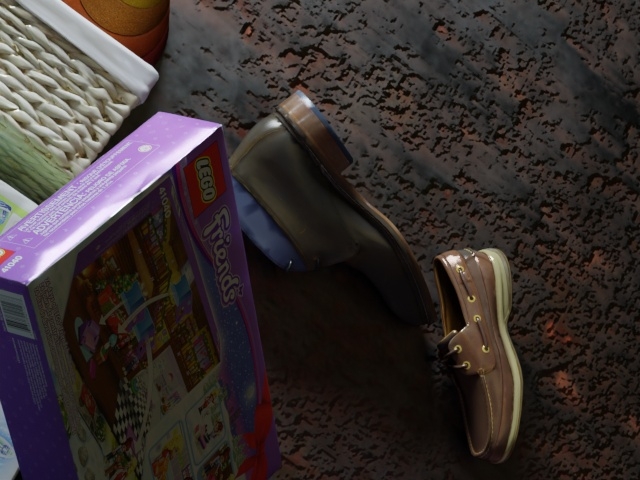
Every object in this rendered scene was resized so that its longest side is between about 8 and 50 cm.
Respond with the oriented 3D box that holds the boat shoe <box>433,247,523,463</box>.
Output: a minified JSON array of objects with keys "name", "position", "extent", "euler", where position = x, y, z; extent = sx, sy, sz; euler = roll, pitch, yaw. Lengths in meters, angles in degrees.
[{"name":"boat shoe","position":[0.120,0.091,1.397],"extent":[0.060,0.064,0.178],"euler":[4,71,-23]}]

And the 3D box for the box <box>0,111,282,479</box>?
[{"name":"box","position":[-0.119,0.090,1.152],"extent":[0.201,0.057,0.293],"euler":[-44,136,-43]}]

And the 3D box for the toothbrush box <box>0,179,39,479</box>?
[{"name":"toothbrush box","position":[-0.303,0.034,1.135],"extent":[0.283,0.122,0.206],"euler":[37,63,-19]}]

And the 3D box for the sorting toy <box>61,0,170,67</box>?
[{"name":"sorting toy","position":[-0.138,-0.305,1.301],"extent":[0.127,0.126,0.365],"euler":[9,75,-27]}]

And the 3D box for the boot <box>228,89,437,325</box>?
[{"name":"boot","position":[0.000,0.000,1.357],"extent":[0.106,0.082,0.219],"euler":[-36,108,-5]}]

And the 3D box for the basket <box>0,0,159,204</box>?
[{"name":"basket","position":[-0.219,-0.112,1.219],"extent":[0.167,0.113,0.103],"euler":[35,67,-17]}]
